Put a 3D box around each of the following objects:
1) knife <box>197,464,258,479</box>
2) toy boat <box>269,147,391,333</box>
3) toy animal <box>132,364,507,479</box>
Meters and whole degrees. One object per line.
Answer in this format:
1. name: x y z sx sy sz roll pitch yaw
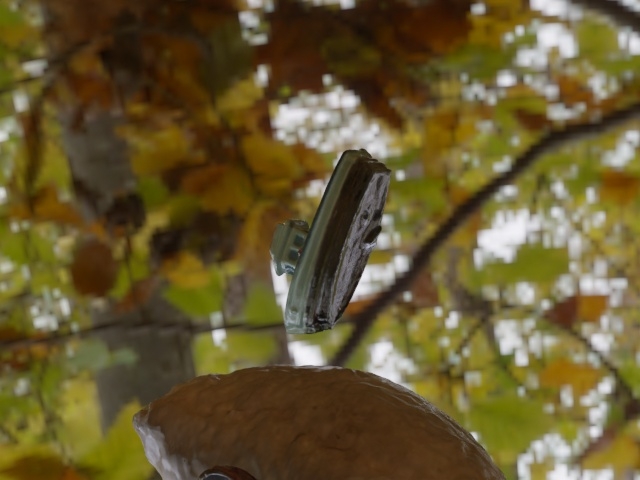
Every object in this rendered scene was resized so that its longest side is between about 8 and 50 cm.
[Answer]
1. knife: 0.002 0.269 1.335 0.123 0.278 0.053 -34 177 30
2. toy boat: 0.000 0.000 1.381 0.066 0.140 0.059 22 -170 29
3. toy animal: 0.032 0.204 1.469 0.358 0.226 0.188 20 -119 46
